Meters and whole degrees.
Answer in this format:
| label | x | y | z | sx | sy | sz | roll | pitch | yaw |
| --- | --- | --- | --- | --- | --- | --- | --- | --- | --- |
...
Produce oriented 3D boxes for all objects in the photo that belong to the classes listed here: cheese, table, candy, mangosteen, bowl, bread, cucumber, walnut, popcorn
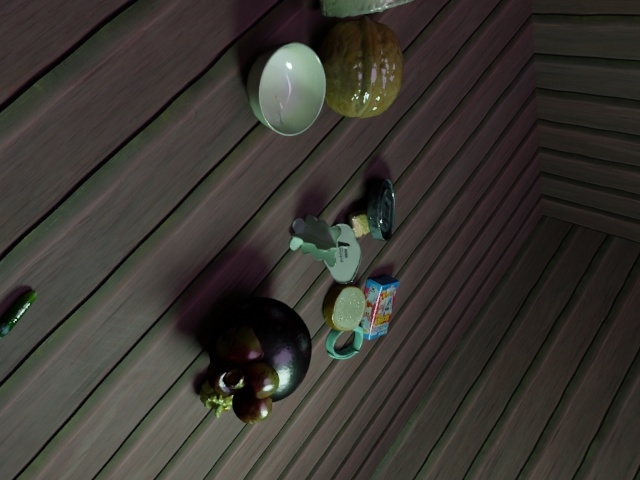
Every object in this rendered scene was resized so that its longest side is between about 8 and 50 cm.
| label | x | y | z | sx | sy | sz | roll | pitch | yaw |
| --- | --- | --- | --- | --- | --- | --- | --- | --- | --- |
| cheese | 0.146 | -0.811 | 1.484 | 0.292 | 0.332 | 0.153 | -28 | 130 | -20 |
| table | 0.000 | 0.000 | 1.842 | 0.166 | 0.198 | 0.167 | -24 | 125 | -39 |
| candy | 0.288 | 0.336 | 2.413 | 0.157 | 0.100 | 0.306 | -7 | 115 | -47 |
| mangosteen | -0.210 | 0.406 | 1.652 | 0.381 | 0.435 | 0.383 | 0 | 114 | -1 |
| bowl | -0.124 | -0.480 | 1.503 | 0.277 | 0.145 | 0.277 | -22 | 123 | -39 |
| bread | 0.170 | -0.077 | 2.089 | 0.125 | 0.082 | 0.106 | -19 | 110 | -29 |
| cucumber | -0.777 | 0.192 | 1.209 | 0.155 | 0.037 | 0.037 | -56 | 140 | -12 |
| walnut | 0.132 | -0.587 | 1.629 | 0.332 | 0.332 | 0.333 | -24 | 126 | -39 |
| popcorn | -0.378 | 0.569 | 1.771 | 0.141 | 0.135 | 0.163 | 27 | 46 | -66 |
| bread | 0.112 | 0.307 | 2.195 | 0.236 | 0.070 | 0.236 | -12 | 109 | -39 |

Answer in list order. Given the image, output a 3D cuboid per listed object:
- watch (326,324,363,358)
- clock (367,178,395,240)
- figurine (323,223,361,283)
| label | x | y | z | sx | sy | sz | roll | pitch | yaw |
| --- | --- | --- | --- | --- | --- | --- | --- | --- | --- |
| watch | 0.127 | 0.488 | 2.336 | 0.237 | 0.068 | 0.195 | 30 | 87 | -50 |
| clock | 0.271 | -0.134 | 2.104 | 0.280 | 0.055 | 0.281 | 3 | 90 | -67 |
| figurine | 0.112 | 0.054 | 2.065 | 0.141 | 0.166 | 0.250 | -5 | 101 | -71 |
